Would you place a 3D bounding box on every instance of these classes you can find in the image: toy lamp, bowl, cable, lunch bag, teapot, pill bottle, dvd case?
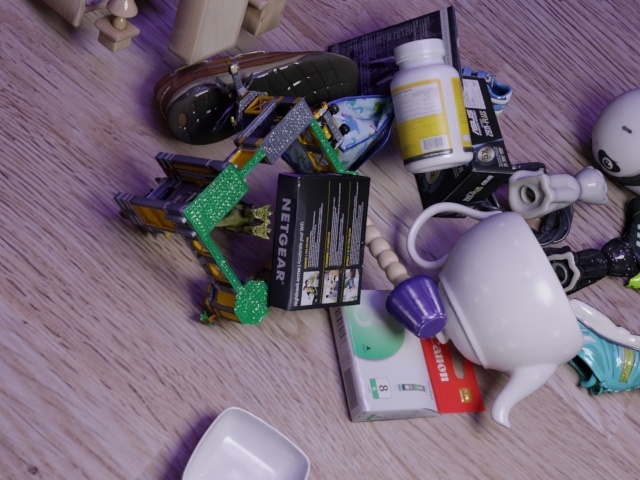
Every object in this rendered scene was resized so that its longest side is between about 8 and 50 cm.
[{"bbox_3d":[0.091,0.026,1.513,0.080,0.080,0.274,-7,45,-30],"label":"toy lamp"},{"bbox_3d":[-0.099,0.295,1.324,0.142,0.053,0.142,37,53,-4],"label":"bowl"},{"bbox_3d":[0.334,-0.057,1.758,0.184,0.047,0.150,-8,72,-33],"label":"cable"},{"bbox_3d":[0.039,-0.156,1.606,0.151,0.129,0.096,-31,83,-38],"label":"lunch bag"},{"bbox_3d":[0.247,0.089,1.532,0.252,0.187,0.256,61,7,-24],"label":"teapot"},{"bbox_3d":[0.159,-0.197,1.560,0.103,0.103,0.184,-8,87,-30],"label":"pill bottle"},{"bbox_3d":[0.115,-0.272,1.681,0.018,0.221,0.164,44,38,-52],"label":"dvd case"}]

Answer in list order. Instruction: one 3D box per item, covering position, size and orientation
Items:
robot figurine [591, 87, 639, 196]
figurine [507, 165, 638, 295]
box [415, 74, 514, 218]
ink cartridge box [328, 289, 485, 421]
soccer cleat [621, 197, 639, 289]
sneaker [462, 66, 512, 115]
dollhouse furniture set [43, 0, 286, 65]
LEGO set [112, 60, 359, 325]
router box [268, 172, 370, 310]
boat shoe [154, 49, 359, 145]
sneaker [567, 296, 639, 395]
[{"bbox_3d":[0.600,-0.146,1.848,0.278,0.209,0.173,29,64,-24],"label":"robot figurine"},{"bbox_3d":[0.419,-0.025,1.720,0.209,0.092,0.214,-8,75,-40],"label":"figurine"},{"bbox_3d":[0.213,-0.148,1.678,0.078,0.147,0.180,1,63,-27],"label":"box"},{"bbox_3d":[0.133,0.161,1.520,0.225,0.056,0.181,0,63,-25],"label":"ink cartridge box"},{"bbox_3d":[0.540,0.002,1.817,0.072,0.060,0.179,5,60,-10],"label":"soccer cleat"},{"bbox_3d":[0.266,-0.272,1.831,0.144,0.059,0.053,24,57,-12],"label":"sneaker"},{"bbox_3d":[-0.254,-0.439,1.558,0.355,0.173,0.303,39,42,18],"label":"dollhouse furniture set"},{"bbox_3d":[-0.119,-0.058,1.457,0.331,0.192,0.255,-56,130,-20],"label":"LEGO set"},{"bbox_3d":[0.000,0.000,1.414,0.133,0.046,0.178,-2,99,-43],"label":"router box"},{"bbox_3d":[-0.096,-0.236,1.586,0.324,0.122,0.120,-13,41,-31],"label":"boat shoe"},{"bbox_3d":[0.450,0.195,1.650,0.275,0.107,0.110,28,71,-3],"label":"sneaker"}]
